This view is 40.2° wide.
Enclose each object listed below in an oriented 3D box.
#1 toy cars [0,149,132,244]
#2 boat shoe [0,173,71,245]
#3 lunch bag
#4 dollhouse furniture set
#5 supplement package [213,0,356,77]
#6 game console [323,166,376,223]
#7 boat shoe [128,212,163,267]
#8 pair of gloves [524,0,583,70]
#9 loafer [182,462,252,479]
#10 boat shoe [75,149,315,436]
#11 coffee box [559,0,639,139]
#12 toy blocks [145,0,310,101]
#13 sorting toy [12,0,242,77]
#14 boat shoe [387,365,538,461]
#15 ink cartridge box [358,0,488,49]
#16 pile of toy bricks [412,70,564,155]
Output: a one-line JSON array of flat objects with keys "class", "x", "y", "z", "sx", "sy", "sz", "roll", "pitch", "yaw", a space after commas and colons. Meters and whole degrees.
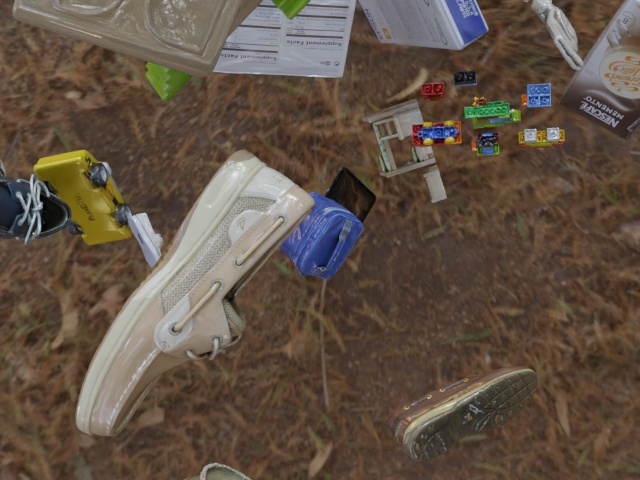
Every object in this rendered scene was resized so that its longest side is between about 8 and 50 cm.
[{"class": "toy cars", "x": -0.448, "y": -0.118, "z": 1.314, "sx": 0.393, "sy": 0.087, "sz": 0.176, "roll": 23, "pitch": 134, "yaw": -27}, {"class": "boat shoe", "x": -0.406, "y": -0.040, "z": 1.176, "sx": 0.079, "sy": 0.254, "sz": 0.095, "roll": -1, "pitch": 83, "yaw": 2}, {"class": "lunch bag", "x": 0.000, "y": 0.000, "z": 1.071, "sx": 0.067, "sy": 0.065, "sz": 0.098, "roll": 18, "pitch": 107, "yaw": -45}, {"class": "dollhouse furniture set", "x": 0.145, "y": -0.132, "z": 1.496, "sx": 0.101, "sy": 0.161, "sz": 0.182, "roll": -17, "pitch": 104, "yaw": 9}, {"class": "supplement package", "x": -0.073, "y": -0.387, "z": 1.366, "sx": 0.204, "sy": 0.262, "sz": 0.145, "roll": 0, "pitch": 131, "yaw": -11}, {"class": "game console", "x": 0.023, "y": -0.061, "z": 1.517, "sx": 0.107, "sy": 0.071, "sz": 0.122, "roll": -13, "pitch": 149, "yaw": 30}, {"class": "boat shoe", "x": -0.259, "y": 0.002, "z": 1.346, "sx": 0.035, "sy": 0.035, "sz": 0.100, "roll": -25, "pitch": 80, "yaw": -33}, {"class": "pair of gloves", "x": 0.360, "y": -0.400, "z": 1.438, "sx": 0.042, "sy": 0.204, "sz": 0.240, "roll": -34, "pitch": 107, "yaw": 21}, {"class": "loafer", "x": 0.007, "y": 0.128, "z": 0.349, "sx": 0.148, "sy": 0.056, "sz": 0.050, "roll": 29, "pitch": 94, "yaw": 20}, {"class": "boat shoe", "x": -0.132, "y": 0.073, "z": 0.912, "sx": 0.110, "sy": 0.121, "sz": 0.341, "roll": 33, "pitch": 93, "yaw": 3}, {"class": "coffee box", "x": 0.527, "y": -0.303, "z": 1.457, "sx": 0.141, "sy": 0.098, "sz": 0.246, "roll": 30, "pitch": 144, "yaw": 5}, {"class": "toy blocks", "x": -0.143, "y": -0.347, "z": 0.967, "sx": 0.381, "sy": 0.261, "sz": 0.191, "roll": -42, "pitch": 70, "yaw": 17}, {"class": "sorting toy", "x": -0.212, "y": -0.296, "z": 0.843, "sx": 0.307, "sy": 0.041, "sz": 0.229, "roll": 14, "pitch": 125, "yaw": -26}, {"class": "boat shoe", "x": 0.152, "y": 0.171, "z": 0.932, "sx": 0.178, "sy": 0.060, "sz": 0.064, "roll": -20, "pitch": 122, "yaw": -23}, {"class": "ink cartridge box", "x": 0.111, "y": -0.469, "z": 1.411, "sx": 0.071, "sy": 0.330, "sz": 0.324, "roll": -33, "pitch": 112, "yaw": -7}, {"class": "pile of toy bricks", "x": 0.244, "y": -0.180, "z": 1.277, "sx": 0.212, "sy": 0.105, "sz": 0.118, "roll": -1, "pitch": 87, "yaw": 12}]
